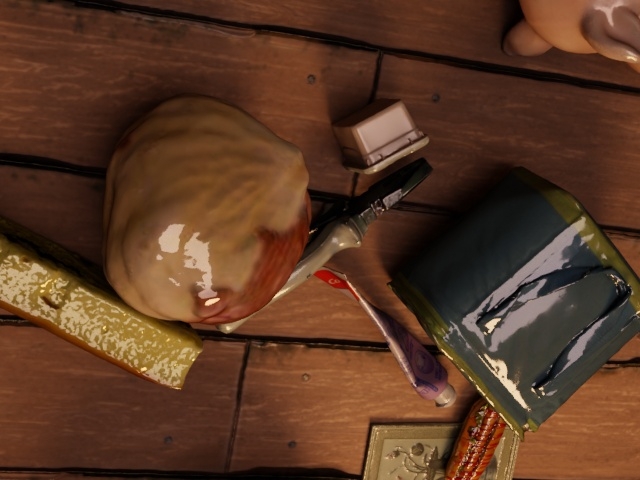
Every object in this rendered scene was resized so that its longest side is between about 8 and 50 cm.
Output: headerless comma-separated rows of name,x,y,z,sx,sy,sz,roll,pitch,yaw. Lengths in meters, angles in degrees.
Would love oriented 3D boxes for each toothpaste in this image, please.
toothpaste,0.087,0.122,1.577,0.048,0.075,0.301,-40,125,4

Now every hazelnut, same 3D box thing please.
hazelnut,-0.121,-0.034,1.365,0.241,0.261,0.261,-25,119,29

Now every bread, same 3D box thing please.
bread,-0.306,0.047,1.385,0.361,0.138,0.077,31,93,-26

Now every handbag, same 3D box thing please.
handbag,0.252,0.072,1.551,0.241,0.222,0.263,-40,115,1

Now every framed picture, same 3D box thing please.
framed picture,0.161,0.329,1.714,0.231,0.010,0.173,2,106,-20

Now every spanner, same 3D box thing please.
spanner,0.000,0.000,1.502,0.325,0.095,0.040,-36,114,-5

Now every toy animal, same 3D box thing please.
toy animal,0.376,-0.301,1.489,0.326,0.237,0.269,44,78,-28

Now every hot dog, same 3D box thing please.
hot dog,0.211,0.279,1.687,0.062,0.038,0.144,20,100,-24

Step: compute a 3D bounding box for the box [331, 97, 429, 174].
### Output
box,0.066,-0.126,1.476,0.089,0.122,0.062,-30,103,-8
